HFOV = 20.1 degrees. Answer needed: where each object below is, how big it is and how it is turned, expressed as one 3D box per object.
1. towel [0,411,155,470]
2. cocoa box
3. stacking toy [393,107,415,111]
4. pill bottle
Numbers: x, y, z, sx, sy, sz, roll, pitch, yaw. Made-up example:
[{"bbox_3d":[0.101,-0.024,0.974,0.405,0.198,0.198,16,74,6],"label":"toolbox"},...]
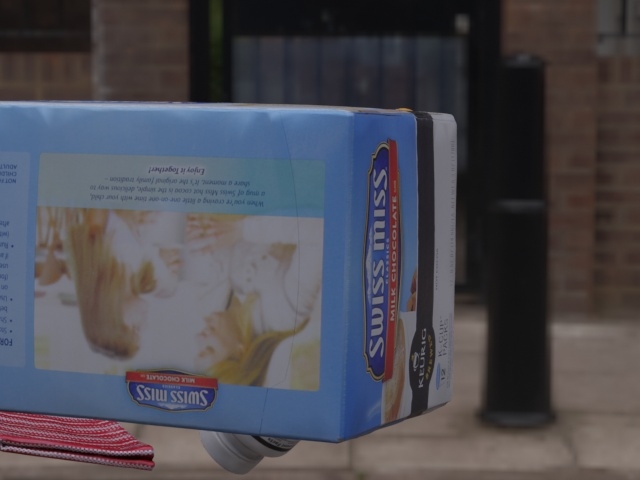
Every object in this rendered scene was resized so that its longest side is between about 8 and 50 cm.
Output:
[{"bbox_3d":[-0.323,0.224,2.186,0.199,0.031,0.275,10,3,-20],"label":"towel"},{"bbox_3d":[-0.096,0.014,1.339,0.347,0.231,0.228,3,3,22],"label":"cocoa box"},{"bbox_3d":[0.000,0.000,1.608,0.166,0.302,0.175,30,28,-10],"label":"stacking toy"},{"bbox_3d":[-0.048,0.180,2.077,0.193,0.108,0.108,-44,-13,22],"label":"pill bottle"}]
